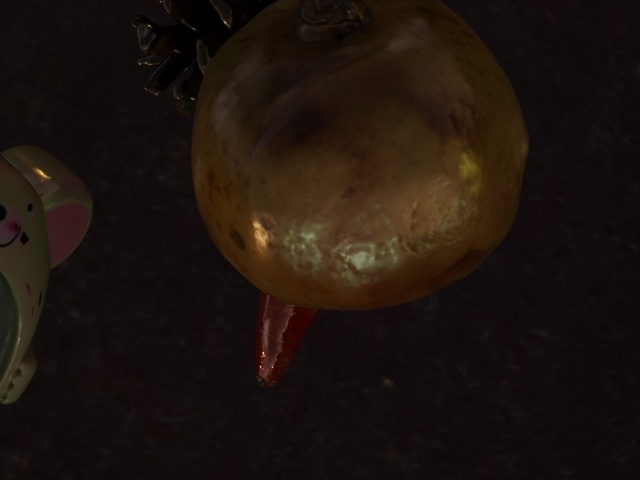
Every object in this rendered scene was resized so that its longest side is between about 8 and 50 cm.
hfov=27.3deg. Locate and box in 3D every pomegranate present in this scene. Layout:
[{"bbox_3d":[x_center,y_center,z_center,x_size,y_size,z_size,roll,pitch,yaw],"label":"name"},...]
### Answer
[{"bbox_3d":[0.025,-0.064,0.829,0.215,0.215,0.215,-3,84,25],"label":"pomegranate"}]

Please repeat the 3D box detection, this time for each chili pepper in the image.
[{"bbox_3d":[0.000,0.000,1.105,0.063,0.071,0.272,28,95,54],"label":"chili pepper"}]

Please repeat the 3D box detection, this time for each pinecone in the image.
[{"bbox_3d":[-0.033,-0.220,1.264,0.309,0.244,0.244,-29,70,-13],"label":"pinecone"}]

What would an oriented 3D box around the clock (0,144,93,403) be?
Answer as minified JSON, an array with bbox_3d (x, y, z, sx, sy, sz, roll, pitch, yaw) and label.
[{"bbox_3d":[-0.304,0.058,0.877,0.114,0.284,0.309,38,98,32],"label":"clock"}]
